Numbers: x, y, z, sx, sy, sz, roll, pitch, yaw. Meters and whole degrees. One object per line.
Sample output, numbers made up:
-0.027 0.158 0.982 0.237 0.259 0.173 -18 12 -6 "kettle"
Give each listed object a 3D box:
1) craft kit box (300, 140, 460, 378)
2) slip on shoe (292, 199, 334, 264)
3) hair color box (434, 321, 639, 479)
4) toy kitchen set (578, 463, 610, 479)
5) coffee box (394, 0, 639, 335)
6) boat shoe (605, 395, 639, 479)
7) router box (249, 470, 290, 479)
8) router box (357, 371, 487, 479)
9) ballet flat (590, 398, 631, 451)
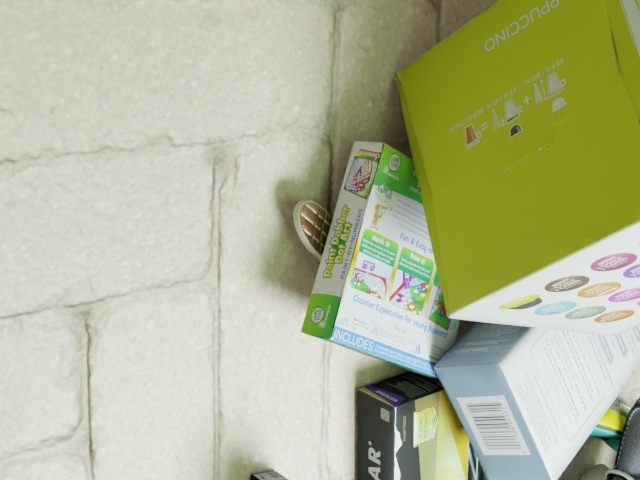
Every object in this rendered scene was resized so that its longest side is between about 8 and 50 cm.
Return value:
0.102 0.031 1.471 0.250 0.061 0.247 25 80 -47 "craft kit box"
0.000 0.000 1.428 0.135 0.041 0.051 46 65 -39 "slip on shoe"
0.326 0.145 1.600 0.374 0.113 0.185 -39 110 -41 "hair color box"
0.502 0.486 1.887 0.166 0.122 0.207 9 99 -13 "toy kitchen set"
0.341 -0.104 1.393 0.334 0.337 0.338 9 61 -39 "coffee box"
0.461 0.401 1.771 0.158 0.127 0.340 3 86 -20 "boat shoe"
-0.029 0.380 1.432 0.046 0.179 0.133 3 102 -41 "router box"
0.167 0.327 1.636 0.243 0.081 0.309 -14 112 -36 "router box"
0.473 0.295 1.886 0.231 0.077 0.077 30 63 -43 "ballet flat"
